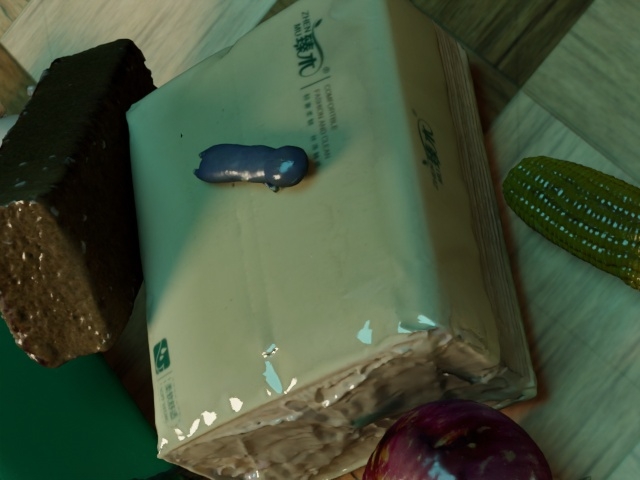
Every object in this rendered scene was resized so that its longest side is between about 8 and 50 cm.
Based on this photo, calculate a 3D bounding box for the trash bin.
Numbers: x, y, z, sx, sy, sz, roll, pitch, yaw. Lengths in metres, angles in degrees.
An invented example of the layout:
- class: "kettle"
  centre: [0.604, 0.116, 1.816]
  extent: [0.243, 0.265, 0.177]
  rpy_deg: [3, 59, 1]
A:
- class: "trash bin"
  centre: [-0.299, 0.174, 1.692]
  extent: [0.381, 0.295, 0.259]
  rpy_deg: [45, 130, 31]

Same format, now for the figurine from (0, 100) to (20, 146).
- class: "figurine"
  centre: [-0.342, -0.077, 1.961]
  extent: [0.236, 0.141, 0.162]
  rpy_deg: [23, 61, 32]

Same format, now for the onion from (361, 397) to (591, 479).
- class: "onion"
  centre: [0.111, 0.213, 1.447]
  extent: [0.177, 0.153, 0.177]
  rpy_deg: [4, 98, 29]

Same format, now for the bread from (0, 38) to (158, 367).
- class: "bread"
  centre: [-0.220, -0.046, 1.686]
  extent: [0.113, 0.165, 0.416]
  rpy_deg: [-18, 21, 11]

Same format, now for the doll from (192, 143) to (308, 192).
- class: "doll"
  centre: [-0.059, -0.062, 1.518]
  extent: [0.125, 0.027, 0.037]
  rpy_deg: [5, 69, 41]

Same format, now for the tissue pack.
- class: "tissue pack"
  centre: [0.000, 0.000, 1.598]
  extent: [0.297, 0.207, 0.380]
  rpy_deg: [-28, 53, 25]

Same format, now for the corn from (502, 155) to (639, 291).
- class: "corn"
  centre: [0.246, -0.012, 1.505]
  extent: [0.231, 0.080, 0.080]
  rpy_deg: [32, 89, 45]
